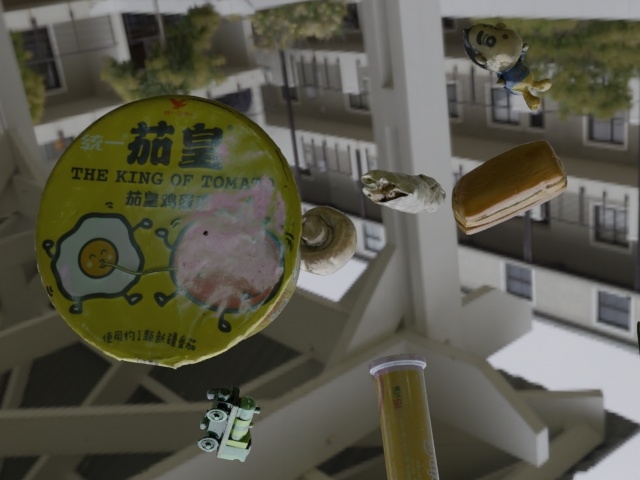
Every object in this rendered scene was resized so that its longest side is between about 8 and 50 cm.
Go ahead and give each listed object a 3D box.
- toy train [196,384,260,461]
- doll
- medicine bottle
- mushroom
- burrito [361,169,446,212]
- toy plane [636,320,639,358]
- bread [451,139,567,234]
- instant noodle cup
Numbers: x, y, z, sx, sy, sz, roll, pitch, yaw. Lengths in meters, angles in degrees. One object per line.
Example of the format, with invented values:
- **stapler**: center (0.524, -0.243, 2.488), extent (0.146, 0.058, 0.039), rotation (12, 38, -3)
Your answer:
- **toy train**: center (-0.213, 0.423, 1.936), extent (0.132, 0.200, 0.083), rotation (12, -142, -10)
- **doll**: center (0.307, -0.296, 1.368), extent (0.102, 0.179, 0.089), rotation (-58, -173, -23)
- **medicine bottle**: center (0.162, 0.420, 1.469), extent (0.108, 0.108, 0.426), rotation (-5, -114, -2)
- **mushroom**: center (0.000, 0.000, 1.894), extent (0.166, 0.166, 0.127), rotation (7, 165, 34)
- **burrito**: center (0.166, -0.096, 1.595), extent (0.117, 0.076, 0.392), rotation (22, -172, 16)
- **toy plane**: center (0.418, 0.169, 0.972), extent (0.060, 0.096, 0.235), rotation (-15, -135, 28)
- **bread**: center (0.309, -0.093, 1.396), extent (0.200, 0.077, 0.116), rotation (-26, -137, 18)
- **instant noodle cup**: center (-0.166, 0.005, 1.079), extent (0.325, 0.325, 0.254), rotation (-5, 169, 6)
